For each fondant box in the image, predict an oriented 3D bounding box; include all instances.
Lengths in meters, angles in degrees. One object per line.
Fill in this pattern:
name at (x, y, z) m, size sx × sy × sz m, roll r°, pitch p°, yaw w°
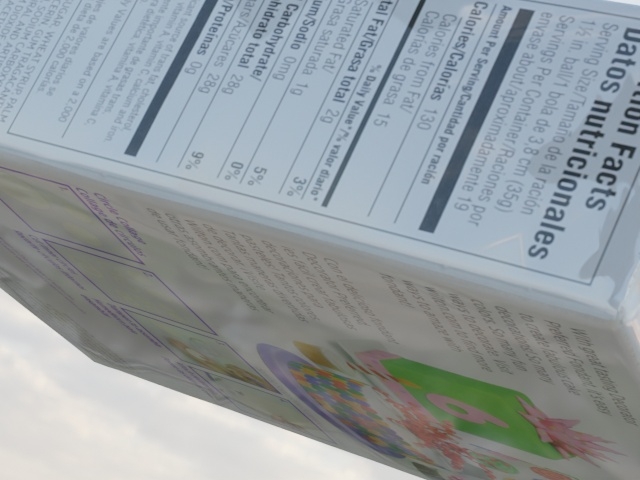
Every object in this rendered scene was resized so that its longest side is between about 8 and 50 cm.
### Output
fondant box at (0.000, 0.000, 0.559) m, size 0.330 × 0.096 × 0.238 m, roll 16°, pitch -19°, yaw 32°
